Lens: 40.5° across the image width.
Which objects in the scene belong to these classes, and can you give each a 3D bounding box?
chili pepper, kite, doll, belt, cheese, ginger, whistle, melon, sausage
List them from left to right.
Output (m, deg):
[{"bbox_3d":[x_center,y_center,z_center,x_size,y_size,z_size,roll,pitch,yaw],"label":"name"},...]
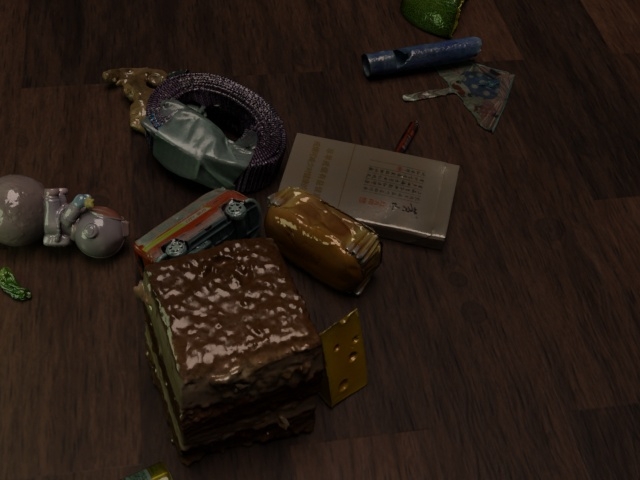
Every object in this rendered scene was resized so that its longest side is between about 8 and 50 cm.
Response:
[{"bbox_3d":[-0.590,0.084,1.663,0.091,0.030,0.034,41,33,24],"label":"chili pepper"},{"bbox_3d":[-0.517,-0.038,1.711,0.287,0.151,0.151,14,49,0],"label":"doll"},{"bbox_3d":[-0.396,-0.331,2.016,0.149,0.065,0.259,-19,52,-23],"label":"ginger"},{"bbox_3d":[-0.228,-0.235,1.894,0.324,0.122,0.260,33,51,9],"label":"belt"},{"bbox_3d":[0.022,0.188,1.526,0.093,0.171,0.126,-29,58,-25],"label":"cheese"},{"bbox_3d":[0.186,-0.213,1.980,0.028,0.025,0.198,46,49,-21],"label":"sausage"},{"bbox_3d":[0.254,-0.459,2.163,0.304,0.062,0.062,-11,51,-12],"label":"whistle"},{"bbox_3d":[0.309,-0.676,2.324,0.169,0.129,0.265,14,51,12],"label":"melon"},{"bbox_3d":[0.349,-0.376,2.142,0.314,0.012,0.335,-16,51,-17],"label":"kite"}]

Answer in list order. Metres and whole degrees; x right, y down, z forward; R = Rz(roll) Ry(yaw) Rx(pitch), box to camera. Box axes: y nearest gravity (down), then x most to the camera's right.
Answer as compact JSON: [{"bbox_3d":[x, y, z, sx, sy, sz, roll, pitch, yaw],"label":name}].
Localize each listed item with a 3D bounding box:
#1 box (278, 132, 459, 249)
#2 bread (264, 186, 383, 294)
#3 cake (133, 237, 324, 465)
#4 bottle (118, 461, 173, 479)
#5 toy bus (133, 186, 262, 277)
[{"bbox_3d":[0.101,-0.109,1.854,0.365,0.051,0.205,12,56,7],"label":"box"},{"bbox_3d":[0.000,0.000,1.710,0.241,0.136,0.107,31,56,22],"label":"bread"},{"bbox_3d":[-0.153,0.184,1.445,0.255,0.290,0.282,-16,56,-16],"label":"cake"},{"bbox_3d":[-0.362,0.438,1.340,0.286,0.082,0.082,-21,54,-21],"label":"bottle"},{"bbox_3d":[-0.241,-0.005,1.713,0.119,0.121,0.265,30,53,32],"label":"toy bus"}]
